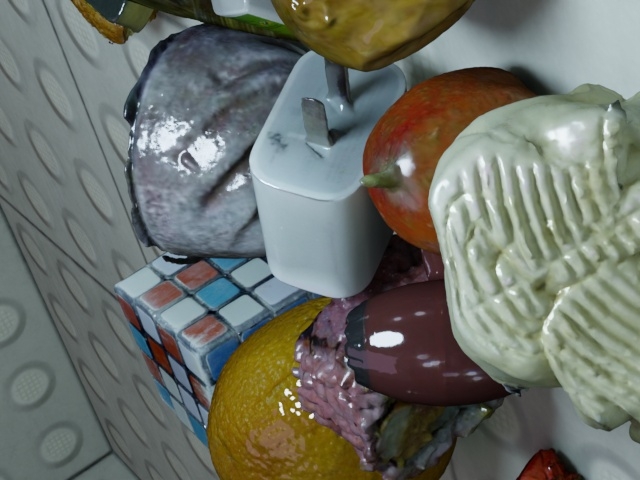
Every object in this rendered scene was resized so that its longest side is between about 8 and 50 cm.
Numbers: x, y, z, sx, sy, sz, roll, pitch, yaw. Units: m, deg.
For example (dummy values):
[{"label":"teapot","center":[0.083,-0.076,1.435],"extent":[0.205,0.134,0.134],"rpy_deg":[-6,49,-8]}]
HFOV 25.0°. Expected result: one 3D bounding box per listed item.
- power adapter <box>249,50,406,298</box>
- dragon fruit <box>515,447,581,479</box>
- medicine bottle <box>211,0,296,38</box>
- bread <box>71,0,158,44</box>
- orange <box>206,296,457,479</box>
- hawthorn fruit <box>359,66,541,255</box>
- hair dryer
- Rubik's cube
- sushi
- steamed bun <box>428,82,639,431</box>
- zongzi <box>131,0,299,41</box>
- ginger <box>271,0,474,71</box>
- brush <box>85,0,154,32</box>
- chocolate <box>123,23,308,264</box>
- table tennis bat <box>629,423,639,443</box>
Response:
[{"label":"power adapter","center":[0.014,-0.085,1.471],"extent":[0.124,0.187,0.255],"rpy_deg":[16,149,14]},{"label":"dragon fruit","center":[0.286,0.305,1.740],"extent":[0.106,0.083,0.162],"rpy_deg":[34,-173,12]},{"label":"medicine bottle","center":[-0.051,-0.280,1.444],"extent":[0.088,0.188,0.132],"rpy_deg":[14,91,61]},{"label":"bread","center":[-0.298,-0.351,2.064],"extent":[0.187,0.103,0.065],"rpy_deg":[40,155,39]},{"label":"orange","center":[0.018,0.230,1.883],"extent":[0.322,0.322,0.357],"rpy_deg":[50,146,18]},{"label":"hawthorn fruit","center":[0.123,-0.068,1.336],"extent":[0.199,0.251,0.199],"rpy_deg":[5,97,45]},{"label":"hair dryer","center":[0.177,0.006,1.469],"extent":[0.123,0.312,0.340],"rpy_deg":[78,-172,-54]},{"label":"Rubik's cube","center":[-0.113,0.144,2.140],"extent":[0.253,0.259,0.256],"rpy_deg":[37,150,47]},{"label":"sushi","center":[0.101,0.130,1.623],"extent":[0.171,0.270,0.236],"rpy_deg":[30,160,46]},{"label":"steamed bun","center":[0.238,0.013,1.181],"extent":[0.320,0.275,0.206],"rpy_deg":[44,-171,-1]},{"label":"zongzi","center":[-0.140,-0.326,1.700],"extent":[0.432,0.208,0.403],"rpy_deg":[37,172,-10]},{"label":"ginger","center":[0.040,-0.260,1.285],"extent":[0.200,0.223,0.269],"rpy_deg":[58,157,-11]},{"label":"brush","center":[-0.288,-0.378,1.970],"extent":[0.197,0.123,0.059],"rpy_deg":[39,-164,37]},{"label":"chocolate","center":[-0.071,-0.105,1.719],"extent":[0.213,0.303,0.303],"rpy_deg":[7,134,24]},{"label":"table tennis bat","center":[0.407,0.241,1.450],"extent":[0.246,0.022,0.138],"rpy_deg":[28,145,50]}]
